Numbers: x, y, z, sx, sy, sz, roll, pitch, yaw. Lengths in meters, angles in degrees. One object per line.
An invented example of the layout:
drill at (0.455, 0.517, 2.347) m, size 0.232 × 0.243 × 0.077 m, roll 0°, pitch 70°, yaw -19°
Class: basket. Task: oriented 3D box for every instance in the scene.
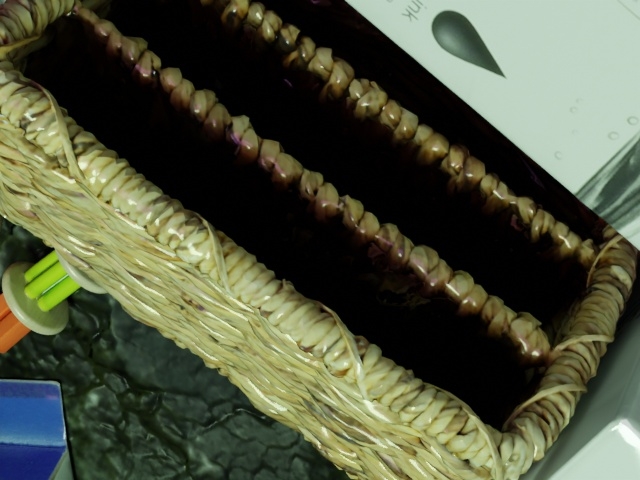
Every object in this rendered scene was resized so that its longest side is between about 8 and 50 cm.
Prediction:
basket at (0.008, -0.038, 0.724) m, size 0.299 × 0.223 × 0.213 m, roll 37°, pitch 75°, yaw 2°

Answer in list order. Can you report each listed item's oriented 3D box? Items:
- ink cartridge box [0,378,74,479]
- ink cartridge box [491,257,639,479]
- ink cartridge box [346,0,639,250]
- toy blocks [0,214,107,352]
ink cartridge box at (-0.237, 0.256, 1.049) m, size 0.165 × 0.065 × 0.332 m, roll -1°, pitch 108°, yaw 21°
ink cartridge box at (0.179, 0.148, 0.739) m, size 0.198 × 0.270 × 0.197 m, roll 41°, pitch 119°, yaw 2°
ink cartridge box at (0.199, -0.147, 0.646) m, size 0.395 × 0.166 × 0.285 m, roll 41°, pitch 136°, yaw 2°
toy blocks at (-0.214, 0.017, 0.957) m, size 0.148 × 0.054 × 0.123 m, roll -34°, pitch 94°, yaw 27°
